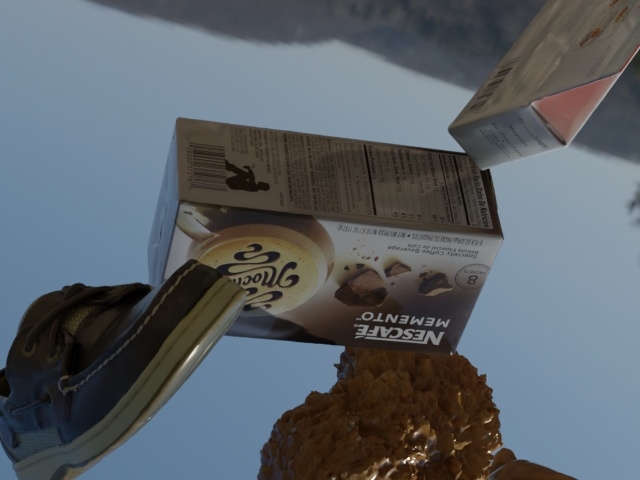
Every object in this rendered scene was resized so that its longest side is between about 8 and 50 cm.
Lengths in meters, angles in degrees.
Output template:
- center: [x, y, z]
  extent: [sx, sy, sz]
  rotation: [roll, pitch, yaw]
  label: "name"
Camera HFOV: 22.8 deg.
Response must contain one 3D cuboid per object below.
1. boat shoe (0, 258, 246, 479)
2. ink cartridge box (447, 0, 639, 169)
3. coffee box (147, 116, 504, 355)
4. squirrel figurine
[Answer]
- center: [-0.108, 0.057, 0.719]
  extent: [0.073, 0.223, 0.080]
  rotation: [45, -124, -2]
  label: "boat shoe"
- center: [0.263, -0.191, 1.383]
  extent: [0.060, 0.275, 0.239]
  rotation: [47, 154, -17]
  label: "ink cartridge box"
- center: [0.000, 0.000, 1.463]
  extent: [0.297, 0.168, 0.119]
  rotation: [6, -137, -13]
  label: "coffee box"
- center: [0.123, 0.281, 1.611]
  extent: [0.370, 0.397, 0.281]
  rotation: [-18, -166, -28]
  label: "squirrel figurine"
